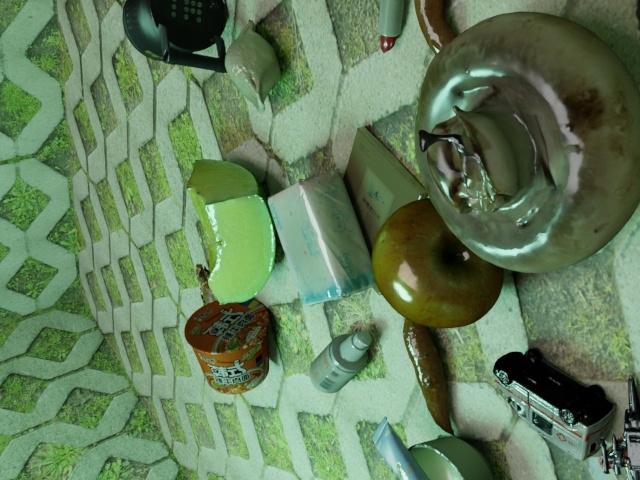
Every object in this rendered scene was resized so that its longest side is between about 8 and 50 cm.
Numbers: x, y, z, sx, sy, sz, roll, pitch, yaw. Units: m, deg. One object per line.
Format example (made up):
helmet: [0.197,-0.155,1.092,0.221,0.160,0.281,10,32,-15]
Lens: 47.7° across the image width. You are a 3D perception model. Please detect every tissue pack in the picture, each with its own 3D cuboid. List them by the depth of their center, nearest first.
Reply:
tissue pack: [0.001,-0.001,1.603,0.201,0.124,0.271,-21,87,56]

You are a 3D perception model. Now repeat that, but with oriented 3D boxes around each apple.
apple: [0.201,0.041,1.270,0.237,0.236,0.207,65,162,9]

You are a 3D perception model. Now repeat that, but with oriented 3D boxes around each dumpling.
dumpling: [-0.156,-0.386,1.679,0.216,0.126,0.166,53,161,21]

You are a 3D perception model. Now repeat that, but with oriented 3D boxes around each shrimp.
shrimp: [-0.347,0.211,2.368,0.287,0.062,0.152,66,160,5]

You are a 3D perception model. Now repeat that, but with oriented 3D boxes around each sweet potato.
sweet potato: [0.189,-0.375,1.207,0.055,0.058,0.202,-13,103,16]
sweet potato: [0.223,0.264,1.491,0.072,0.066,0.315,-46,-61,-79]

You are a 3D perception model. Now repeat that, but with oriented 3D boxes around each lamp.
lamp: [-0.374,-0.557,1.834,0.272,0.205,0.374,-26,68,54]

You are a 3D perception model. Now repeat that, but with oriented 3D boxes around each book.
book: [0.109,-0.057,1.534,0.217,0.021,0.310,52,144,30]

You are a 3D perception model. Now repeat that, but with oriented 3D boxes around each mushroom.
mushroom: [0.258,-0.123,1.000,0.362,0.294,0.362,33,134,43]

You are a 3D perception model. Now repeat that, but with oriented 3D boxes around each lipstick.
lipstick: [0.127,-0.419,1.279,0.063,0.057,0.186,44,145,37]

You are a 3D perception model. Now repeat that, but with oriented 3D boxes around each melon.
melon: [-0.243,-0.013,1.940,0.331,0.226,0.344,21,138,38]

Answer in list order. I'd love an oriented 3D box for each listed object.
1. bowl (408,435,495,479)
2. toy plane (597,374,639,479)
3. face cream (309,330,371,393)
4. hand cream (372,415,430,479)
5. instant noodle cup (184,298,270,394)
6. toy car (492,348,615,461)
bowl: [0.281,0.492,1.481,0.211,0.112,0.212,35,134,46]
toy plane: [0.484,0.302,1.104,0.130,0.061,0.189,-7,99,35]
face cream: [0.058,0.278,1.723,0.101,0.101,0.252,59,147,18]
hand cream: [0.187,0.482,1.477,0.256,0.055,0.088,54,142,36]
instant noodle cup: [-0.256,0.314,2.121,0.250,0.250,0.192,33,142,45]
toy car: [0.385,0.274,1.222,0.209,0.089,0.108,31,137,42]
